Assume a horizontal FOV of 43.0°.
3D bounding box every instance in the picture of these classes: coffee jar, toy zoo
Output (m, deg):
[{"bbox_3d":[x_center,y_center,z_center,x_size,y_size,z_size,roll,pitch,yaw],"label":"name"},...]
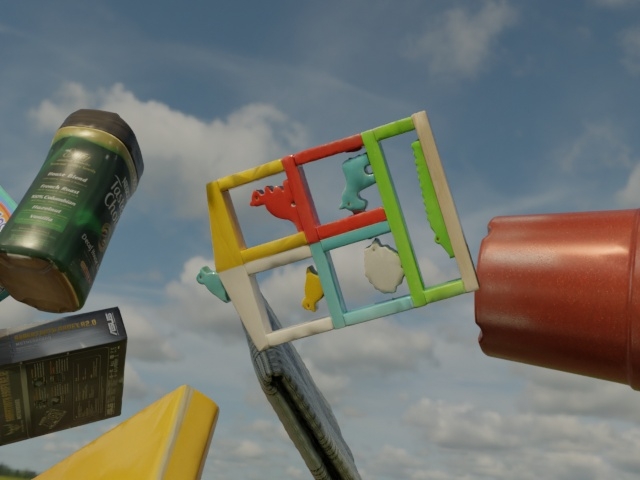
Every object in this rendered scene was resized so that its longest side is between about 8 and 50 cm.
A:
[{"bbox_3d":[-0.227,-0.032,0.752,0.079,0.184,0.096,8,-36,8],"label":"coffee jar"},{"bbox_3d":[0.000,0.000,0.862,0.293,0.192,0.030,-16,2,14],"label":"toy zoo"}]

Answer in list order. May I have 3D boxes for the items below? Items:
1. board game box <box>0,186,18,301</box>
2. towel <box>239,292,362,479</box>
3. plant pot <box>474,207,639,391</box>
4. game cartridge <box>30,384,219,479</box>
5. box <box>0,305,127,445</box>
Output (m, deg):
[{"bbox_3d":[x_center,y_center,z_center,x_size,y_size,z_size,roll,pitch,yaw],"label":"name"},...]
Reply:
[{"bbox_3d":[-0.419,0.028,0.897,0.160,0.210,0.047,39,-22,34],"label":"board game box"},{"bbox_3d":[-0.034,0.225,1.157,0.056,0.312,0.324,-30,-63,-2],"label":"towel"},{"bbox_3d":[0.361,0.072,1.101,0.265,0.273,0.272,3,-19,26],"label":"plant pot"},{"bbox_3d":[-0.212,0.297,0.625,0.285,0.324,0.052,-34,-61,31],"label":"game cartridge"},{"bbox_3d":[-0.367,0.191,1.124,0.183,0.056,0.231,-10,-35,-23],"label":"box"}]
